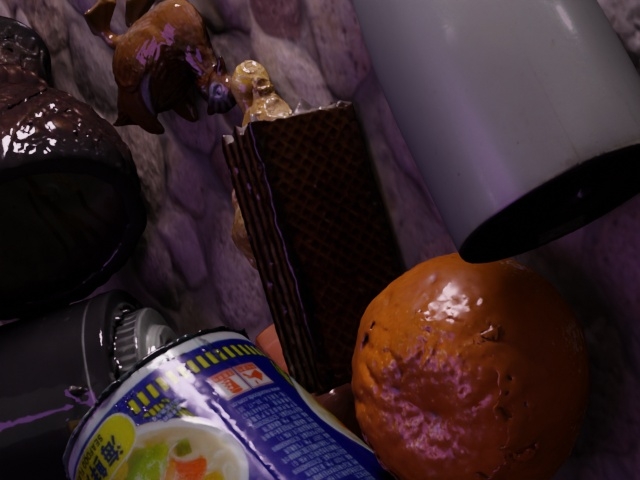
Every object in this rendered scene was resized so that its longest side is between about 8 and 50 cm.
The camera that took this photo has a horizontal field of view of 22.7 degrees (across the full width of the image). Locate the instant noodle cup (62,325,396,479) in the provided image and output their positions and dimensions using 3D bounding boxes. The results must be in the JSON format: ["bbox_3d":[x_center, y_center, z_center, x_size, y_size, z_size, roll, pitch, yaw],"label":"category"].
[{"bbox_3d":[-0.039,0.241,1.273,0.312,0.284,0.284,47,139,25],"label":"instant noodle cup"}]

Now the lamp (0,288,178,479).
[{"bbox_3d":[-0.274,0.175,1.689,0.272,0.374,0.205,-15,98,31],"label":"lamp"}]

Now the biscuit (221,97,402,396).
[{"bbox_3d":[0.000,0.000,1.369,0.070,0.106,0.252,-17,89,61],"label":"biscuit"}]

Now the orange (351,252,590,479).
[{"bbox_3d":[0.115,0.102,1.196,0.193,0.161,0.193,14,112,40],"label":"orange"}]

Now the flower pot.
[{"bbox_3d":[-0.348,-0.091,1.734,0.267,0.267,0.266,63,147,35],"label":"flower pot"}]

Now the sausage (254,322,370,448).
[{"bbox_3d":[0.004,0.142,1.467,0.169,0.065,0.065,43,137,41],"label":"sausage"}]

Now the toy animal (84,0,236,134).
[{"bbox_3d":[-0.151,-0.154,1.555,0.179,0.089,0.188,46,138,22],"label":"toy animal"}]

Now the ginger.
[{"bbox_3d":[-0.051,-0.050,1.473,0.193,0.052,0.176,59,139,20],"label":"ginger"}]

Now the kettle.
[{"bbox_3d":[0.119,-0.117,1.114,0.221,0.161,0.236,75,169,-74],"label":"kettle"}]
